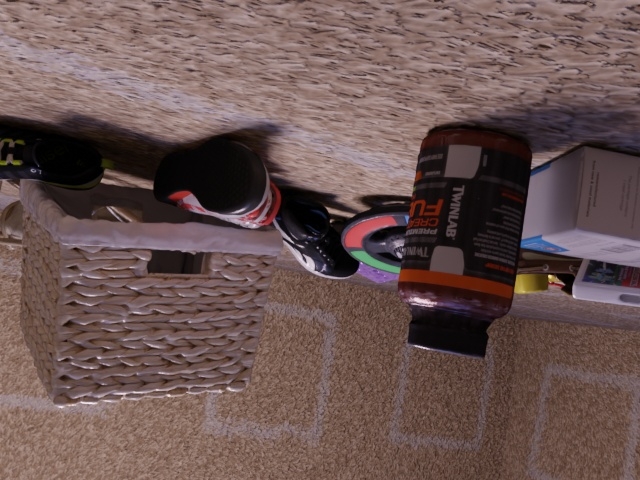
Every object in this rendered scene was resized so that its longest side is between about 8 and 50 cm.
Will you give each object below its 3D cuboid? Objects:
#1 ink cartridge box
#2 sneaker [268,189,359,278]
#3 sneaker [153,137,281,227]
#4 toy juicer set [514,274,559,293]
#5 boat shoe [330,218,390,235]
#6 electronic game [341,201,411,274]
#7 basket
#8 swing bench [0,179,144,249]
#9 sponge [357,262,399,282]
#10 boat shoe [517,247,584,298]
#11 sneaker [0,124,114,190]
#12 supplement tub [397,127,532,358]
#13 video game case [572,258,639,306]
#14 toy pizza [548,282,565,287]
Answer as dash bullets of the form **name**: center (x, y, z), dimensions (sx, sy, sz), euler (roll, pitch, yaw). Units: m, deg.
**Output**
- **ink cartridge box**: center (0.304, -0.021, 0.611), dimensions (0.191, 0.082, 0.139), euler (9, 174, -5)
- **sneaker**: center (0.000, 0.000, 1.037), dimensions (0.217, 0.079, 0.121), euler (36, 164, -24)
- **sneaker**: center (-0.097, -0.066, 0.813), dimensions (0.145, 0.090, 0.270), euler (14, 176, -35)
- **toy juicer set**: center (0.341, 0.043, 1.169), dimensions (0.210, 0.089, 0.329), euler (-7, 177, -25)
- **boat shoe**: center (0.046, -0.001, 1.207), dimensions (0.228, 0.068, 0.081), euler (11, 154, -13)
- **electronic game**: center (0.146, 0.005, 0.991), dimensions (0.230, 0.048, 0.229), euler (7, 156, 3)
- **basket**: center (-0.289, 0.062, 1.008), dimensions (0.329, 0.266, 0.331), euler (3, -166, -34)
- **swing bench**: center (-0.487, -0.044, 1.252), dimensions (0.254, 0.165, 0.255), euler (5, 172, 33)
- **sponge**: center (0.152, 0.026, 1.128), dimensions (0.210, 0.031, 0.117), euler (-19, 145, 39)
- **boat shoe**: center (0.383, 0.040, 0.952), dimensions (0.258, 0.095, 0.095), euler (10, 173, 2)
- **sneaker**: center (-0.404, -0.123, 0.866), dimensions (0.235, 0.084, 0.097), euler (4, 171, -26)
- **supplement tub**: center (0.129, 0.004, 0.584), dimensions (0.106, 0.197, 0.106), euler (10, 172, 1)
- **video game case**: center (0.401, 0.030, 0.729), dimensions (0.184, 0.023, 0.201), euler (6, -156, 29)
- **toy pizza**: center (0.527, 0.081, 1.361), dimensions (0.202, 0.032, 0.201), euler (10, 174, 1)
